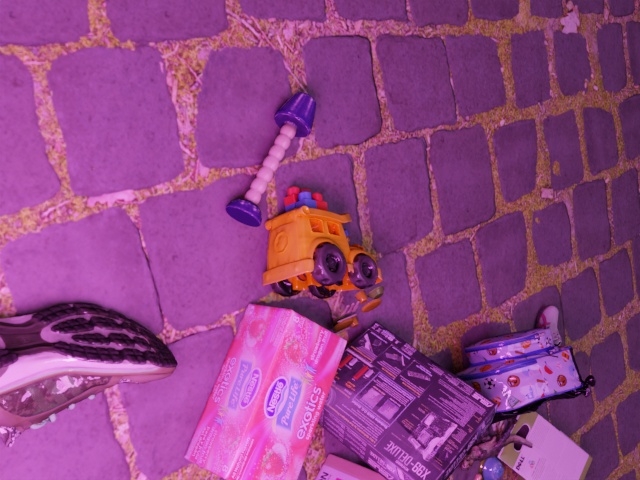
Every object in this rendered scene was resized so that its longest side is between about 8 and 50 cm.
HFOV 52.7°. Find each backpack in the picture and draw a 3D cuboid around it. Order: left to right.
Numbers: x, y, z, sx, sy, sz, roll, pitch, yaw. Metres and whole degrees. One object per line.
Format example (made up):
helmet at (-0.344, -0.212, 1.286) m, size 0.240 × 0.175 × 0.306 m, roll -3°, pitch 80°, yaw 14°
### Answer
backpack at (0.461, 0.330, 1.565) m, size 0.263 × 0.276 × 0.213 m, roll -17°, pitch 76°, yaw -30°

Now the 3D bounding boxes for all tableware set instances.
tableware set at (0.074, 0.140, 1.315) m, size 0.104 × 0.154 × 0.024 m, roll -19°, pitch 64°, yaw -23°

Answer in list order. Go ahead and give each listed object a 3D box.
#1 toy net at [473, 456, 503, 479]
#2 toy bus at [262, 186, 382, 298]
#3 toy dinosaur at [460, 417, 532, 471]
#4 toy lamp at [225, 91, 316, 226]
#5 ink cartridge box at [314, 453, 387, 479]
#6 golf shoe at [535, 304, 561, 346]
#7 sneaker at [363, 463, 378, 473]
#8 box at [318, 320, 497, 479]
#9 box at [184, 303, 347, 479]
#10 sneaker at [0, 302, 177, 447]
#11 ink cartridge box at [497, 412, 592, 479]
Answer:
toy net at (0.395, 0.645, 1.647) m, size 0.232 × 0.045 × 0.122 m, roll -16°, pitch 103°, yaw -38°
toy bus at (0.000, 0.000, 1.255) m, size 0.220 × 0.149 × 0.211 m, roll 10°, pitch 68°, yaw -42°
toy dinosaur at (0.452, 0.512, 1.671) m, size 0.268 × 0.064 × 0.118 m, roll -6°, pitch 106°, yaw -30°
toy lamp at (-0.083, -0.158, 1.209) m, size 0.080 × 0.080 × 0.274 m, roll 37°, pitch 67°, yaw -34°
ink cartridge box at (0.045, 0.555, 1.245) m, size 0.088 × 0.193 × 0.234 m, roll 48°, pitch 61°, yaw -31°
golf shoe at (0.654, 0.273, 1.838) m, size 0.067 × 0.086 × 0.186 m, roll 35°, pitch 67°, yaw -34°
sneaker at (0.133, 0.447, 1.391) m, size 0.163 × 0.086 × 0.226 m, roll -29°, pitch 110°, yaw -39°
box at (0.151, 0.326, 1.270) m, size 0.242 × 0.307 × 0.076 m, roll -37°, pitch 147°, yaw -35°
box at (-0.095, 0.280, 1.158) m, size 0.154 × 0.142 × 0.299 m, roll 35°, pitch 68°, yaw -34°
sneaker at (-0.407, 0.204, 0.929) m, size 0.410 × 0.158 × 0.182 m, roll 4°, pitch 119°, yaw -42°
ink cartridge box at (0.600, 0.604, 1.794) m, size 0.255 × 0.097 × 0.188 m, roll 40°, pitch 62°, yaw -3°
